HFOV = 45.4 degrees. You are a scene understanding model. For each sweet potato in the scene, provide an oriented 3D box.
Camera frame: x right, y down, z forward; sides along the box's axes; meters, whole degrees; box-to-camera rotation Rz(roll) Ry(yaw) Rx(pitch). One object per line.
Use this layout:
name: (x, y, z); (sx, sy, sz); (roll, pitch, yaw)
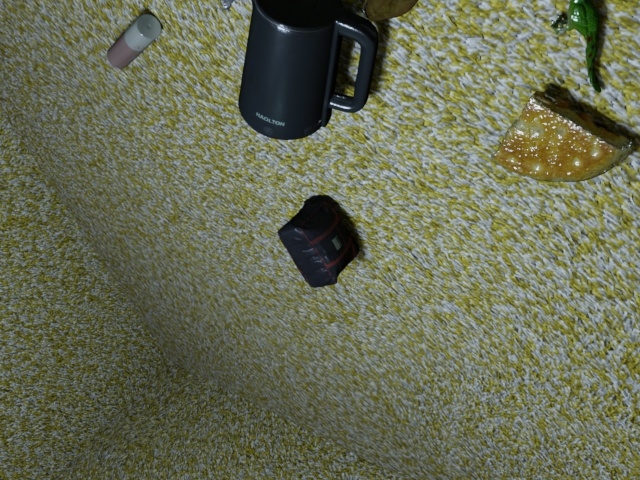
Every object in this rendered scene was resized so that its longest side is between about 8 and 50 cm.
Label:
sweet potato: (0.145, -0.471, 1.359); (0.286, 0.085, 0.112); (126, 131, -72)

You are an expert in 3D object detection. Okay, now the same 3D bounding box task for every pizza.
pizza: (0.424, -0.192, 1.392); (0.292, 0.058, 0.197); (-1, 128, 50)

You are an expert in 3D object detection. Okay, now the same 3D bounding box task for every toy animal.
toy animal: (0.415, -0.330, 1.238); (0.075, 0.041, 0.217); (19, 148, 35)

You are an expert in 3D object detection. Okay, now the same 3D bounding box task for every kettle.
kettle: (-0.043, -0.365, 1.595); (0.262, 0.203, 0.308); (47, 151, 20)

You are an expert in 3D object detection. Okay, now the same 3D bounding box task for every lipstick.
lipstick: (-0.513, -0.541, 2.091); (0.070, 0.070, 0.254); (52, 151, -16)

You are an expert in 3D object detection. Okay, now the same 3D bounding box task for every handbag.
handbag: (0.000, 0.000, 2.074); (0.155, 0.169, 0.215); (-10, 123, 37)

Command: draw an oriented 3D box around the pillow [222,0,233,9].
pillow: (-0.277, -0.626, 1.692); (0.255, 0.059, 0.169); (31, 149, 24)
